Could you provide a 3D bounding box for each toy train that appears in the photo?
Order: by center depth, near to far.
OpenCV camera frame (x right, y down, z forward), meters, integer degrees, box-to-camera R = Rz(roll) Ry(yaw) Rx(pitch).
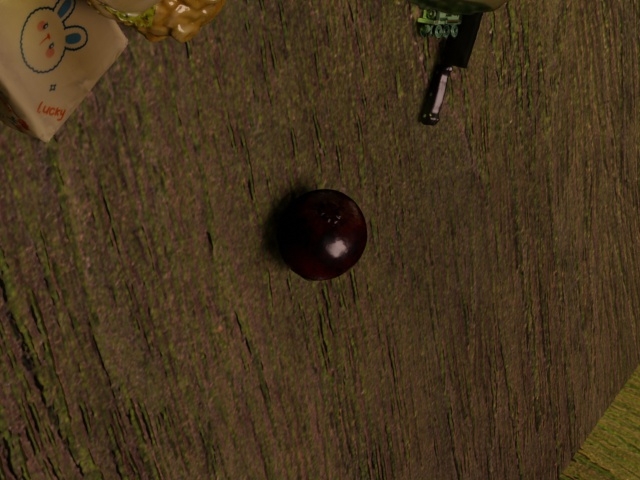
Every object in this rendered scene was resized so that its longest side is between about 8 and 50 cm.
[{"bbox_3d":[0.174,-0.320,1.979,0.083,0.033,0.053,-12,113,-52],"label":"toy train"}]

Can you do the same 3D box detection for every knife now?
[{"bbox_3d":[0.203,-0.284,2.013,0.019,0.072,0.245,11,100,-30],"label":"knife"}]

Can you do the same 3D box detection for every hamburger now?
[{"bbox_3d":[-0.190,-0.266,1.283,0.141,0.081,0.126,42,40,-47],"label":"hamburger"}]

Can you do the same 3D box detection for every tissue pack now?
[{"bbox_3d":[-0.287,-0.214,1.308,0.148,0.092,0.196,-56,145,-20],"label":"tissue pack"}]

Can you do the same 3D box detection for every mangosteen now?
[{"bbox_3d":[0.000,0.000,1.840,0.140,0.140,0.140,-32,133,-43],"label":"mangosteen"}]

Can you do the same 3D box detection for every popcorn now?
[{"bbox_3d":[-0.151,-0.290,1.426,0.194,0.140,0.163,-44,135,-30],"label":"popcorn"}]

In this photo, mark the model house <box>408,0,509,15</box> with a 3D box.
[{"bbox_3d":[0.192,-0.473,1.727,0.261,0.321,0.266,17,72,-21],"label":"model house"}]
